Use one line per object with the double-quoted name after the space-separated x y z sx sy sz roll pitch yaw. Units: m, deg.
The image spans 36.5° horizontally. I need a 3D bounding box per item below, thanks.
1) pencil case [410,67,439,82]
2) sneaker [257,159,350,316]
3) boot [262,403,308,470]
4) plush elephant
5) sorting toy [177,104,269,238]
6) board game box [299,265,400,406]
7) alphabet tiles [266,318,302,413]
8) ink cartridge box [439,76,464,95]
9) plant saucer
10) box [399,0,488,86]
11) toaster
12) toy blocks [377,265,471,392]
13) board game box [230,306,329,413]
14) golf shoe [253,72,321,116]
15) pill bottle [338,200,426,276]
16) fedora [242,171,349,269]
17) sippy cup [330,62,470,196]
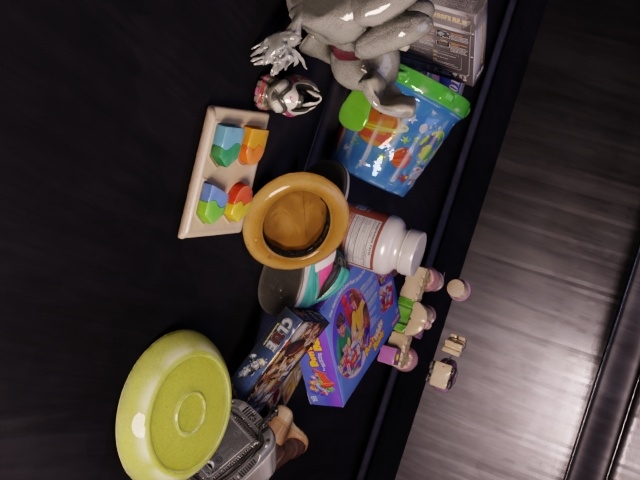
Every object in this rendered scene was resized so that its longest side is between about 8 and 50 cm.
0.213 -0.333 2.115 0.284 0.124 0.124 69 42 -64 "pencil case"
0.000 0.000 1.782 0.295 0.124 0.178 -67 158 8 "sneaker"
-0.122 0.451 1.973 0.207 0.090 0.248 -52 158 -20 "boot"
0.075 -0.334 1.491 0.330 0.272 0.255 -45 150 8 "plush elephant"
-0.134 -0.098 1.433 0.208 0.038 0.193 -14 119 -70 "sorting toy"
0.058 0.152 2.043 0.347 0.078 0.233 -48 132 -53 "board game box"
-0.038 0.186 2.040 0.285 0.011 0.342 88 26 -48 "alphabet tiles"
0.309 -0.413 2.369 0.046 0.097 0.207 -6 113 -71 "ink cartridge box"
-0.204 0.254 1.441 0.241 0.037 0.241 -16 110 -53 "plant saucer"
0.194 -0.399 1.816 0.056 0.231 0.183 -59 157 -28 "box"
-0.158 0.363 1.597 0.227 0.129 0.146 -39 155 -21 "toaster"
0.252 0.203 2.437 0.260 0.309 0.288 25 83 -66 "toy blocks"
-0.093 0.225 1.725 0.243 0.042 0.165 -53 164 7 "board game box"
-0.035 -0.224 1.536 0.186 0.086 0.067 -29 133 -67 "golf shoe"
0.093 -0.004 1.911 0.121 0.216 0.121 18 90 -73 "pill bottle"
-0.046 -0.044 1.627 0.079 0.194 0.194 -111 -159 -52 "fedora"
0.137 -0.214 1.871 0.224 0.305 0.240 -64 -152 7 "sippy cup"
